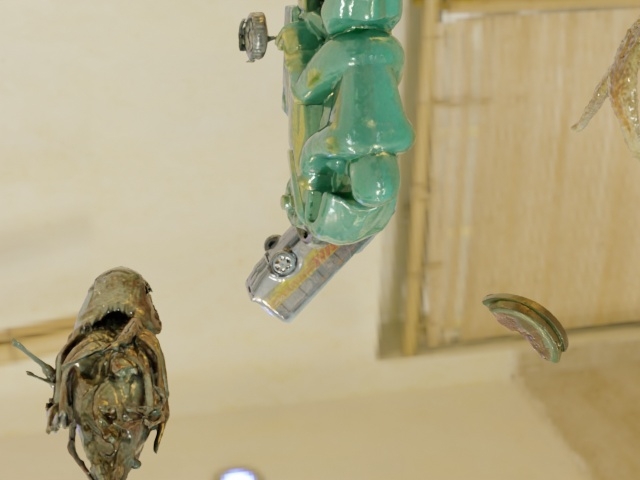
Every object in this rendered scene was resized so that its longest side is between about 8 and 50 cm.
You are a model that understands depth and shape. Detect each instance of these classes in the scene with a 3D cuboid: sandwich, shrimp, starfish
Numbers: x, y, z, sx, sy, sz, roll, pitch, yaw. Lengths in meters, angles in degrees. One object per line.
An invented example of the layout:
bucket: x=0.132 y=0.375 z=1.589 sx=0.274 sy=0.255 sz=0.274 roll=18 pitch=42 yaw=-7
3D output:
sandwich: x=0.284 y=0.114 z=1.892 sx=0.029 sy=0.135 sz=0.067 roll=-54 pitch=-6 yaw=-40
shrimp: x=-0.253 y=0.166 z=1.520 sx=0.372 sy=0.172 sz=0.137 roll=-89 pitch=0 yaw=-57
starfish: x=0.467 y=-0.265 z=1.659 sx=0.132 sy=0.398 sz=0.384 roll=42 pitch=170 yaw=14

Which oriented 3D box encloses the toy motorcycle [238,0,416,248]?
toy motorcycle: x=0.011 y=-0.109 z=1.075 sx=0.198 sy=0.109 sz=0.297 roll=-128 pitch=37 yaw=-60

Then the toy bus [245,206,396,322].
toy bus: x=0.000 y=0.000 z=1.469 sx=0.190 sy=0.075 sz=0.064 roll=-46 pitch=20 yaw=8
